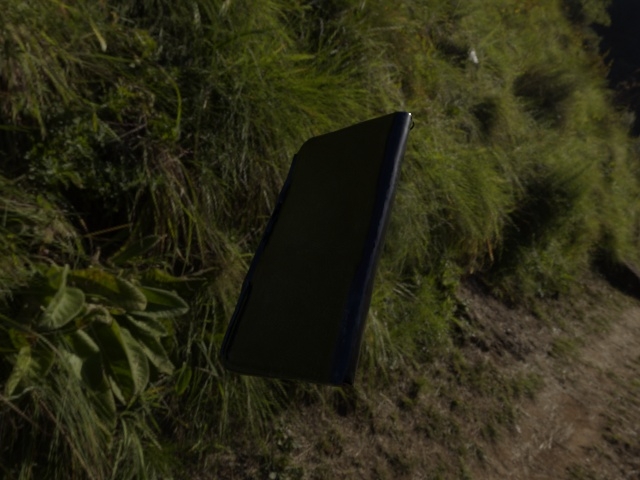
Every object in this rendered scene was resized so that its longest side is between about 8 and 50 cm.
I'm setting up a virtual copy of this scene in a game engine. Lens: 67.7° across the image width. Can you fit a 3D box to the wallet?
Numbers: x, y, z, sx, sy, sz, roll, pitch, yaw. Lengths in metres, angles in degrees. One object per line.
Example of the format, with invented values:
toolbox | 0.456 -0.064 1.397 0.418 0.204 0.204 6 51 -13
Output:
wallet | 0.000 0.000 0.530 0.172 0.318 0.045 -5 -34 36
